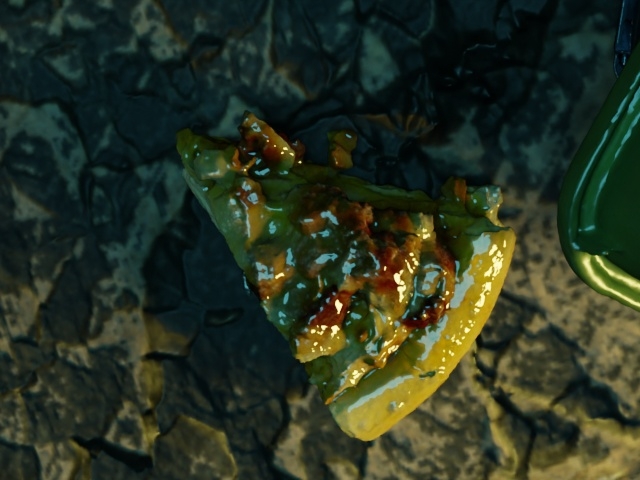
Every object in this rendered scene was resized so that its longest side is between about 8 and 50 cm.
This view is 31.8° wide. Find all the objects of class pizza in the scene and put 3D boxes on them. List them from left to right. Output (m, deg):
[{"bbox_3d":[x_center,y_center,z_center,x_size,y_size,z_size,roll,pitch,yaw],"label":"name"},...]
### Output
[{"bbox_3d":[-0.001,0.001,0.590,0.194,0.069,0.154,35,103,1],"label":"pizza"}]

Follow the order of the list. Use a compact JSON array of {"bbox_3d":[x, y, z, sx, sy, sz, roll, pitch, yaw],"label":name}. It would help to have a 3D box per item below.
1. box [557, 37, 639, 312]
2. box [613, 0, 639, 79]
[{"bbox_3d":[0.283,-0.071,0.444,0.253,0.178,0.328,21,101,-23],"label":"box"},{"bbox_3d":[0.199,-0.105,0.551,0.099,0.054,0.074,8,98,8],"label":"box"}]
